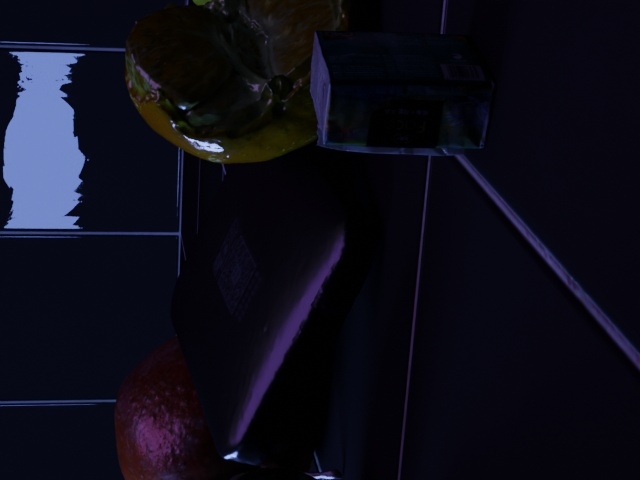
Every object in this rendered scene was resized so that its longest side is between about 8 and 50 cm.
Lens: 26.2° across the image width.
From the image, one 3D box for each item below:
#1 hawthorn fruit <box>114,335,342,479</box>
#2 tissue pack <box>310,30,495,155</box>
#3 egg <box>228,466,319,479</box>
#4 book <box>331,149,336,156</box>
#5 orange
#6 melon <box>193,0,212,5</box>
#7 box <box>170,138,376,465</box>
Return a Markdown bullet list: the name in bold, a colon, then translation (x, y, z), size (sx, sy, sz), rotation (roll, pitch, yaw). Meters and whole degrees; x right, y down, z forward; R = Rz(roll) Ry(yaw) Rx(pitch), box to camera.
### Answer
- **hawthorn fruit**: translation (-0.124, 0.215, 1.559), size (0.231, 0.235, 0.263), rotation (61, -179, 7)
- **tissue pack**: translation (0.052, -0.095, 0.947), size (0.085, 0.111, 0.079), rotation (-103, 16, -56)
- **egg**: translation (-0.039, 0.321, 1.297), size (0.169, 0.169, 0.231), rotation (-109, 8, -62)
- **book**: translation (-0.012, -0.186, 1.562), size (0.269, 0.025, 0.191), rotation (-123, 35, -73)
- **orange**: translation (-0.061, -0.161, 1.320), size (0.179, 0.237, 0.158), rotation (-113, -1, -48)
- **melon**: translation (-0.136, -0.493, 1.776), size (0.343, 0.226, 0.331), rotation (158, 123, -66)
- **box**: translation (-0.054, 0.040, 1.389), size (0.290, 0.073, 0.289), rotation (-63, 30, 22)
